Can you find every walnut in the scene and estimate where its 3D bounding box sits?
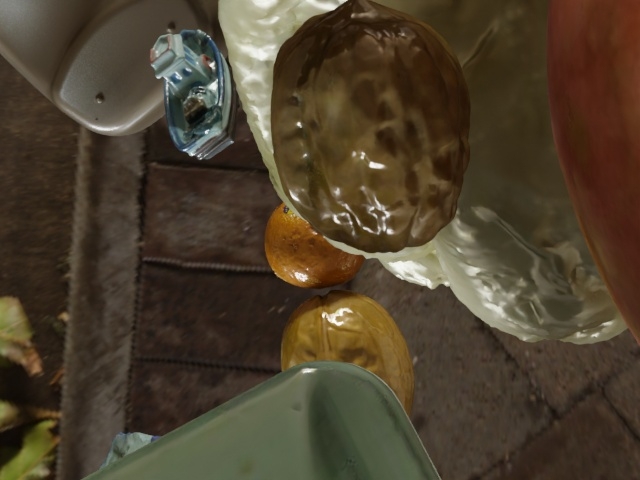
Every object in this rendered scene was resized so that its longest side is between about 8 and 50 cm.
[{"bbox_3d":[0.019,-0.044,0.481,0.082,0.079,0.096,-17,114,-20],"label":"walnut"},{"bbox_3d":[0.034,0.162,1.569,0.159,0.159,0.207,-13,91,9],"label":"walnut"}]

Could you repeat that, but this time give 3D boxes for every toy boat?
[{"bbox_3d":[-0.100,-0.121,0.980,0.059,0.140,0.066,-33,128,19],"label":"toy boat"}]

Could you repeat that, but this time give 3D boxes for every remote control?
[{"bbox_3d":[0.035,0.204,0.383,0.128,0.065,0.335,-28,80,1],"label":"remote control"}]

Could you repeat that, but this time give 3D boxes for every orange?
[{"bbox_3d":[-0.001,0.001,1.581,0.135,0.135,0.117,-25,107,9],"label":"orange"}]

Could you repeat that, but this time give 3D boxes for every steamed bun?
[{"bbox_3d":[0.076,-0.088,0.730,0.230,0.372,0.325,-25,90,-4],"label":"steamed bun"}]

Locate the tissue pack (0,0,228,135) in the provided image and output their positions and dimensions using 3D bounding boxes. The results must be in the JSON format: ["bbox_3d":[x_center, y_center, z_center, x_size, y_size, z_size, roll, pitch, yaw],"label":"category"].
[{"bbox_3d":[-0.283,-0.328,1.559,0.267,0.277,0.387,-43,98,13],"label":"tissue pack"}]

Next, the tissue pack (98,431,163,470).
[{"bbox_3d":[0.023,0.207,0.584,0.263,0.146,0.198,16,80,-29],"label":"tissue pack"}]

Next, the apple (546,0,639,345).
[{"bbox_3d":[0.260,-0.069,0.395,0.363,0.364,0.364,1,97,7],"label":"apple"}]
